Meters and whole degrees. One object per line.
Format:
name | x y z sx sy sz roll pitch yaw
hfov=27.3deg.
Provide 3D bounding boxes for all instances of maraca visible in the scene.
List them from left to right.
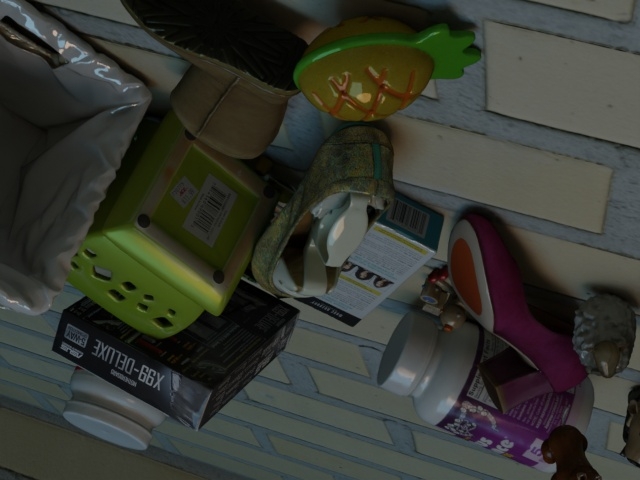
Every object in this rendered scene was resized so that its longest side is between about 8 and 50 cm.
maraca | 0.064 -0.173 1.298 0.185 0.099 0.127 -11 162 12

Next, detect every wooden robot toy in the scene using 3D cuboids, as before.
wooden robot toy | 0.179 0.089 1.853 0.076 0.079 0.173 28 158 -18

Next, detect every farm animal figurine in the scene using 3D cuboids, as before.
farm animal figurine | 0.449 0.232 1.614 0.330 0.327 0.172 15 153 10

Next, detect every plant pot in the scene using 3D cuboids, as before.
plant pot | -0.197 -0.025 1.711 0.227 0.228 0.207 39 152 -25

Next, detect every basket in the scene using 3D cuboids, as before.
basket | -0.447 -0.114 1.607 0.328 0.331 0.266 33 159 -27

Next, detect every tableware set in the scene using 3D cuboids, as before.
tableware set | -0.083 -0.075 1.782 0.104 0.024 0.154 32 160 -4

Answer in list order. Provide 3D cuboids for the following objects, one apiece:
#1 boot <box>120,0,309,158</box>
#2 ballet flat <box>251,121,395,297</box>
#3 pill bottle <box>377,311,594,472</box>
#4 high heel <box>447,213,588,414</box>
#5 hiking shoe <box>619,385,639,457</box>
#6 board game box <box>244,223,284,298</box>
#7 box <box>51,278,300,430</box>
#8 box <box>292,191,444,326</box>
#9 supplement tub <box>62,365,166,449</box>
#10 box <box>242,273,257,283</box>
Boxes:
boot | -0.134 -0.191 1.453 0.236 0.089 0.269 35 163 -6
ballet flat | 0.000 0.000 1.604 0.123 0.123 0.348 24 139 -6
pill bottle | 0.245 0.223 1.994 0.301 0.169 0.169 24 159 -7
high heel | 0.281 0.072 1.757 0.127 0.181 0.377 56 170 41
hiking shoe | 0.510 0.262 1.908 0.086 0.114 0.227 23 159 -6
board game box | -0.076 0.026 1.925 0.126 0.026 0.186 -8 143 44
box | -0.200 0.128 1.905 0.242 0.307 0.077 27 117 12
box | 0.061 0.026 1.754 0.100 0.060 0.244 26 145 -13
supplement tub | -0.345 0.228 2.429 0.191 0.272 0.191 19 159 8
box | -0.159 -0.003 2.013 0.207 0.036 0.114 28 158 -16
